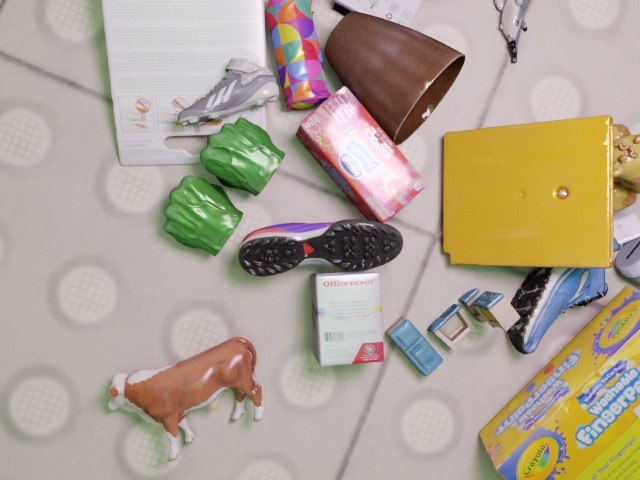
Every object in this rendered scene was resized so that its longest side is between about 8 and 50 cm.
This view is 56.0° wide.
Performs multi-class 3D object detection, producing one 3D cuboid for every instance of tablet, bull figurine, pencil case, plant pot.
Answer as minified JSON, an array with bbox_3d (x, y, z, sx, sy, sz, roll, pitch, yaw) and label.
[{"bbox_3d":[0.654,-0.021,1.307,0.083,0.006,0.054,-23,62,11],"label":"tablet"},{"bbox_3d":[-0.262,0.307,1.185,0.311,0.101,0.188,-22,96,-4],"label":"bull figurine"},{"bbox_3d":[-0.042,-0.385,1.216,0.105,0.104,0.236,-9,91,-6],"label":"pencil case"},{"bbox_3d":[0.128,-0.345,1.195,0.230,0.215,0.215,41,85,10],"label":"plant pot"}]

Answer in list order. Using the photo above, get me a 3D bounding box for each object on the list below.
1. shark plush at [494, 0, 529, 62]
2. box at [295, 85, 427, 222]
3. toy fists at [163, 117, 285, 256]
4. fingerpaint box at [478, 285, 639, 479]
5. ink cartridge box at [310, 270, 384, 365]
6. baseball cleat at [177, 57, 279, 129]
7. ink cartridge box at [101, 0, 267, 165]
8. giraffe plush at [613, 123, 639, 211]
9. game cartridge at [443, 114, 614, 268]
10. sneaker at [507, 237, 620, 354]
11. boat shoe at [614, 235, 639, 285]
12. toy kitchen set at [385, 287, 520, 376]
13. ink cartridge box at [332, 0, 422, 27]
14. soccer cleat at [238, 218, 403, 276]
[{"bbox_3d":[0.428,-0.468,1.291,0.067,0.073,0.161,-2,84,-36],"label":"shark plush"},{"bbox_3d":[0.078,-0.164,1.211,0.123,0.128,0.257,-41,94,-5],"label":"box"},{"bbox_3d":[-0.200,-0.111,1.195,0.142,0.096,0.279,35,93,-16],"label":"toy fists"},{"bbox_3d":[0.617,0.381,1.206,0.371,0.163,0.444,40,99,-4],"label":"fingerpaint box"},{"bbox_3d":[0.050,0.149,1.204,0.128,0.127,0.176,-2,90,-6],"label":"ink cartridge box"},{"bbox_3d":[-0.187,-0.290,1.173,0.206,0.072,0.109,-17,93,-7],"label":"baseball cleat"},{"bbox_3d":[-0.264,-0.352,1.219,0.309,0.091,0.384,-3,106,-7],"label":"ink cartridge box"},{"bbox_3d":[0.608,-0.161,1.209,0.211,0.170,0.181,13,88,-6],"label":"giraffe plush"},{"bbox_3d":[0.403,-0.089,1.194,0.324,0.053,0.285,1,90,35],"label":"game cartridge"},{"bbox_3d":[0.518,0.104,1.254,0.147,0.130,0.330,36,86,-2],"label":"sneaker"},{"bbox_3d":[0.767,-0.028,1.306,0.094,0.109,0.302,39,95,-19],"label":"boat shoe"},{"bbox_3d":[0.260,0.170,1.206,0.207,0.166,0.122,-42,94,-5],"label":"toy kitchen set"},{"bbox_3d":[0.172,-0.597,1.258,0.166,0.065,0.332,29,88,-4],"label":"ink cartridge box"},{"bbox_3d":[0.000,0.000,1.185,0.319,0.116,0.108,-6,114,3],"label":"soccer cleat"}]
